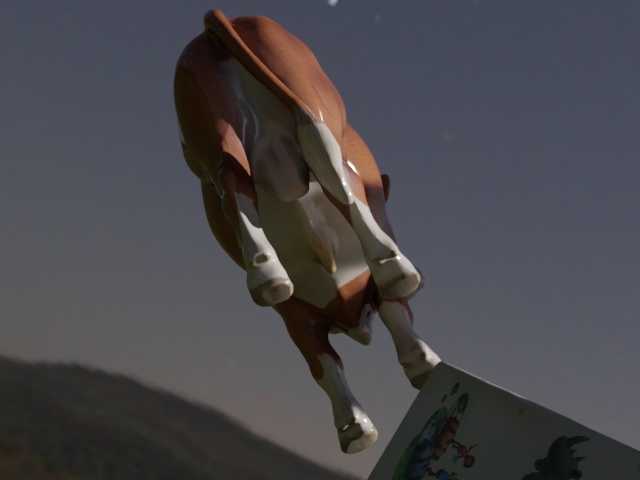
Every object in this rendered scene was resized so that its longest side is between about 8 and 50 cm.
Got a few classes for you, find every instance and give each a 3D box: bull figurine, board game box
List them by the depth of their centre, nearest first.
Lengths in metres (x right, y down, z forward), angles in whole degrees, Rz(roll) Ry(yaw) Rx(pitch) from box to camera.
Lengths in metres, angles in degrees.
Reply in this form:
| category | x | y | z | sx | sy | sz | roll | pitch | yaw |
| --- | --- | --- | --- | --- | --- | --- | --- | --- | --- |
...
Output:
| category | x | y | z | sx | sy | sz | roll | pitch | yaw |
| --- | --- | --- | --- | --- | --- | --- | --- | --- | --- |
| board game box | 0.191 | 0.190 | 0.802 | 0.224 | 0.097 | 0.303 | 39 | -12 | -35 |
| bull figurine | 0.000 | 0.000 | 0.936 | 0.188 | 0.101 | 0.310 | 65 | 5 | 35 |
